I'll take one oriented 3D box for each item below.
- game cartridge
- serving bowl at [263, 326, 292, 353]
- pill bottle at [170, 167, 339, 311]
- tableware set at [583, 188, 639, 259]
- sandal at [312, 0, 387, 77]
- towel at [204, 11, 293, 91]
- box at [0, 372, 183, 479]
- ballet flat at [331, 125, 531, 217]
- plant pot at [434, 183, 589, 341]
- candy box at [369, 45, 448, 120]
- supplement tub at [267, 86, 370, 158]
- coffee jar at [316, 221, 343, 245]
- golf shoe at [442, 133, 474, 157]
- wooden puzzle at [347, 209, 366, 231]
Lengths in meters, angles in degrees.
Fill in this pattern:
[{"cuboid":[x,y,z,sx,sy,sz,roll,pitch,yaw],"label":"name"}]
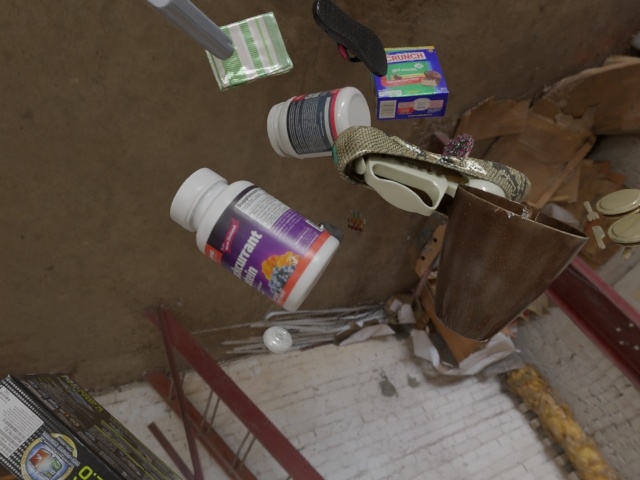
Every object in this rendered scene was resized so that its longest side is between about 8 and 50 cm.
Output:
[{"cuboid":[-0.326,-0.499,0.899,0.062,0.297,0.198,-55,147,13],"label":"game cartridge"},{"cuboid":[-0.109,0.260,1.135,0.083,0.083,0.027,5,131,-38],"label":"serving bowl"},{"cuboid":[-0.083,-0.006,0.532,0.108,0.194,0.108,-56,175,-8],"label":"pill bottle"},{"cuboid":[0.595,-0.040,0.820,0.128,0.194,0.039,-22,111,32],"label":"tableware set"},{"cuboid":[0.048,-0.332,0.709,0.179,0.067,0.040,22,157,-38],"label":"sandal"},{"cuboid":[-0.301,-0.773,1.748,0.325,0.038,0.247,-23,99,-13],"label":"towel"},{"cuboid":[-0.265,0.273,0.519,0.060,0.270,0.216,-47,-178,-23],"label":"box"},{"cuboid":[0.253,-0.113,0.944,0.483,0.182,0.164,16,132,-9],"label":"ballet flat"},{"cuboid":[0.292,0.049,0.739,0.215,0.215,0.230,5,114,-38],"label":"plant pot"},{"cuboid":[0.340,-0.629,1.693,0.268,0.317,0.122,-3,144,1],"label":"candy box"},{"cuboid":[-0.003,-0.347,1.290,0.272,0.191,0.191,1,156,30],"label":"supplement tub"},{"cuboid":[0.000,0.000,1.376,0.096,0.079,0.184,28,161,-14],"label":"coffee jar"},{"cuboid":[0.387,-0.228,1.253,0.186,0.067,0.086,-53,146,-5],"label":"golf shoe"},{"cuboid":[0.093,-0.049,1.085,0.006,0.083,0.049,-8,106,-28],"label":"wooden puzzle"}]
